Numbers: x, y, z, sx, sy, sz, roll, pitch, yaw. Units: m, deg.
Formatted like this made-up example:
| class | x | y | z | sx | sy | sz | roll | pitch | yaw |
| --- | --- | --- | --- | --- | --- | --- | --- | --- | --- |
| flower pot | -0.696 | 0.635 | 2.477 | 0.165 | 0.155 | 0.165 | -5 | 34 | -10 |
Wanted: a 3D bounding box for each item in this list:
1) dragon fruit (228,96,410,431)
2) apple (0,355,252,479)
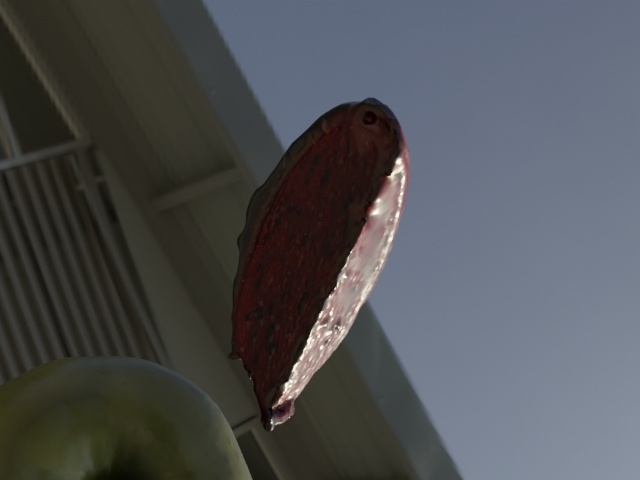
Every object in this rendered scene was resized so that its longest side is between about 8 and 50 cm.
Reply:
| class | x | y | z | sx | sy | sz | roll | pitch | yaw |
| --- | --- | --- | --- | --- | --- | --- | --- | --- | --- |
| dragon fruit | 0.000 | 0.000 | 1.149 | 0.343 | 0.100 | 0.282 | -65 | -150 | 17 |
| apple | -0.315 | 0.381 | 1.440 | 0.473 | 0.473 | 0.474 | 17 | -63 | 38 |
